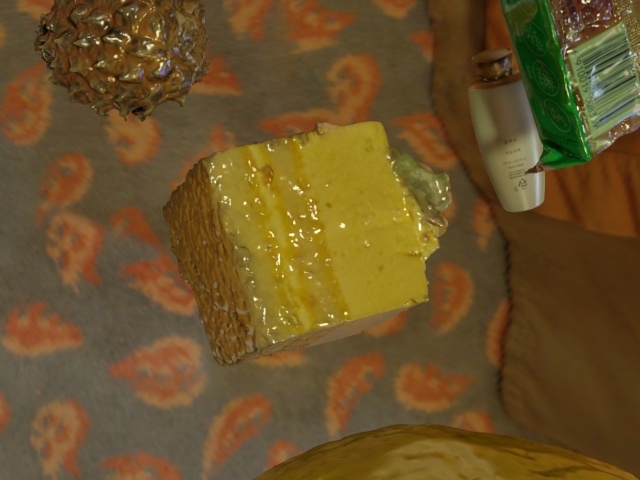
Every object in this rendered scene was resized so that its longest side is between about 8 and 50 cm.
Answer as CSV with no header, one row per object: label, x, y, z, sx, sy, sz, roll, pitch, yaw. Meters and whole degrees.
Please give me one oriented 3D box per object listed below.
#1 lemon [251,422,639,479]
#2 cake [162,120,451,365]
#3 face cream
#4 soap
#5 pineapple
lemon,0.051,0.231,0.588,0.336,0.336,0.336,-3,99,-17
cake,0.000,0.000,1.626,0.286,0.227,0.222,-15,83,-22
face cream,0.207,-0.122,1.583,0.072,0.051,0.182,-13,112,7
soap,0.260,-0.221,1.383,0.218,0.098,0.273,-34,122,-18
pineapple,-0.216,-0.205,1.495,0.193,0.166,0.166,1,101,24
